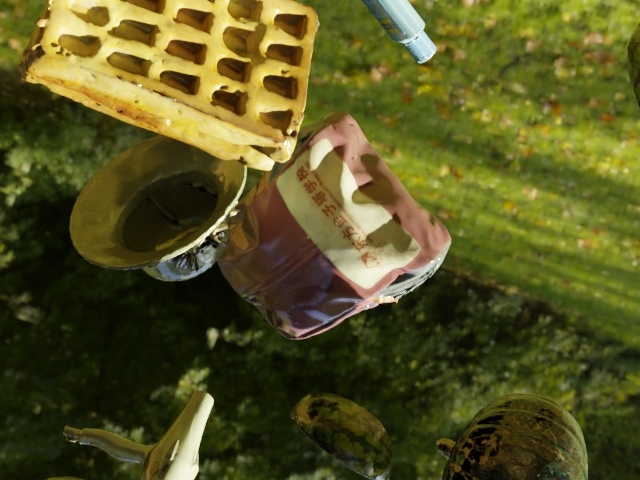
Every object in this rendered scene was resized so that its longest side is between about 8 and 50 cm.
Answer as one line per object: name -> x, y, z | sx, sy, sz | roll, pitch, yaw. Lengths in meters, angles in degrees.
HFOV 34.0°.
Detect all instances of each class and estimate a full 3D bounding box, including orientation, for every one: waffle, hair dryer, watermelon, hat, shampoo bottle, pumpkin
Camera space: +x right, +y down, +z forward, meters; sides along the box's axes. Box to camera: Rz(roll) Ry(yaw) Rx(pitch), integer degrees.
waffle -> -0.170, -0.230, 1.229 | 0.327, 0.224, 0.098 | 19, 151, -21
hair dryer -> -0.277, 0.320, 1.754 | 0.225, 0.219, 0.088 | 33, 139, 20
watermelon -> 0.025, 0.266, 1.395 | 0.163, 0.087, 0.069 | 32, -142, 12
hat -> -0.200, -0.022, 1.440 | 0.257, 0.257, 0.130 | 13, 146, 33
shampoo bottle -> 0.147, -0.471, 2.143 | 0.258, 0.061, 0.104 | 46, 166, -28
pumpkin -> 0.256, 0.325, 1.431 | 0.216, 0.250, 0.250 | 26, 176, 24

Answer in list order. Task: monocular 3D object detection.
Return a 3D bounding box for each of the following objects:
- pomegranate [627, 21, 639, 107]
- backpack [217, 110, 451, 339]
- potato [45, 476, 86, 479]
pomegranate -> 0.558, -0.294, 1.546 | 0.231, 0.231, 0.286 | 9, 126, 48
backpack -> 0.000, 0.000, 1.552 | 0.283, 0.317, 0.197 | 51, -147, 1
potato -> -0.453, 0.537, 1.980 | 0.228, 0.148, 0.197 | 34, 160, -12
